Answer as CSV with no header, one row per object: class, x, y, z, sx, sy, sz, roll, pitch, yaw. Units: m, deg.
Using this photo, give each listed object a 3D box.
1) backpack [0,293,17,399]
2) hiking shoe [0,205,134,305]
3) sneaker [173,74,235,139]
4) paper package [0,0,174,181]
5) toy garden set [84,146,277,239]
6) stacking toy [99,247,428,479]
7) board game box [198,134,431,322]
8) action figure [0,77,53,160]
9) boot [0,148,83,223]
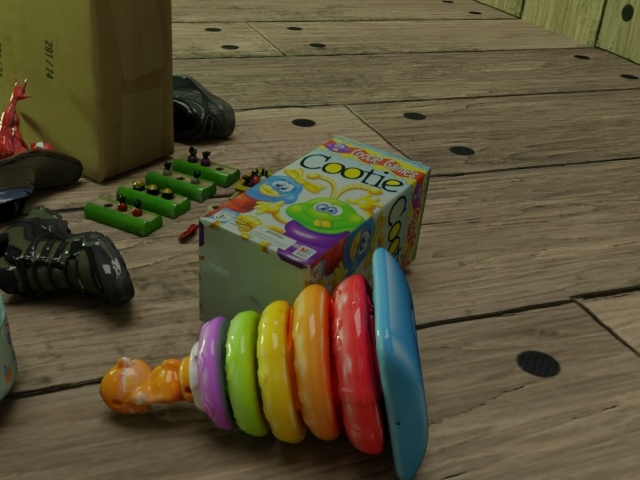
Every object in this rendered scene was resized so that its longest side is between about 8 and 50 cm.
backpack,-0.378,0.096,0.662,0.188,0.145,0.166,-4,24,-21
hiking shoe,-0.311,0.038,0.857,0.226,0.086,0.114,21,45,38
sneaker,-0.274,-0.251,1.370,0.130,0.087,0.227,-14,38,-42
paper package,-0.399,-0.300,1.191,0.309,0.325,0.168,21,33,27
toy garden set,-0.192,-0.076,1.097,0.203,0.049,0.244,17,31,22
stacking toy,-0.058,0.124,0.678,0.301,0.175,0.166,-8,30,7
board game box,0.000,0.000,0.865,0.144,0.142,0.275,23,36,25
action figure,-0.536,-0.185,1.151,0.280,0.139,0.091,12,-13,12
boot,-0.433,-0.069,1.056,0.219,0.082,0.106,-9,56,-44
